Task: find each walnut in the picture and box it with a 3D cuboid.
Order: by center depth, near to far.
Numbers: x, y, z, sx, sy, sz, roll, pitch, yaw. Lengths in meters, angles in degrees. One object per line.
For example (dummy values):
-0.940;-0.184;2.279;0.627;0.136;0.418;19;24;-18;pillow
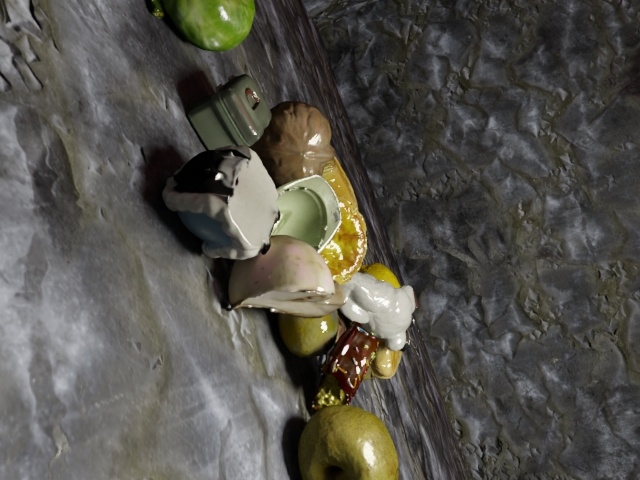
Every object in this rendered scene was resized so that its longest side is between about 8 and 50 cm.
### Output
-0.079;-0.255;1.285;0.227;0.273;0.273;33;29;-16;walnut

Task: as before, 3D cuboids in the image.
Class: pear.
0.060;0.452;0.962;0.211;0.188;0.228;12;57;-68;pear

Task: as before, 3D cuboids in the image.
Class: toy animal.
-0.180;-0.062;0.864;0.208;0.156;0.204;-78;147;-48;toy animal
0.145;0.198;1.487;0.357;0.194;0.258;25;33;-37;toy animal

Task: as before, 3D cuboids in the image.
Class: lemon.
0.206;0.192;1.756;0.231;0.192;0.192;62;16;1;lemon

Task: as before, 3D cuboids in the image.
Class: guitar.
0.025;0.295;1.310;0.084;0.038;0.271;60;23;-19;guitar

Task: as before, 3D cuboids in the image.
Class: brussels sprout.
-0.272;-0.574;1.103;0.244;0.244;0.244;-20;90;-74;brussels sprout

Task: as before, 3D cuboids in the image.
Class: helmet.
-0.085;-0.043;1.136;0.257;0.137;0.204;-41;118;-33;helmet

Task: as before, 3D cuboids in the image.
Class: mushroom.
-0.047;0.052;0.939;0.236;0.162;0.173;13;63;-36;mushroom

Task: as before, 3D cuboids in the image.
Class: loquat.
-0.030;0.180;1.088;0.152;0.152;0.195;41;23;-59;loquat

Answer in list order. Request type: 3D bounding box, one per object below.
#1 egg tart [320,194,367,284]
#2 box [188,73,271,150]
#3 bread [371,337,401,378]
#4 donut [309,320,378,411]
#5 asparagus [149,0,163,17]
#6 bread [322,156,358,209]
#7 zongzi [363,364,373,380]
0.000;0.000;1.324;0.116;0.295;0.294;16;-42;59;egg tart
-0.208;-0.297;1.093;0.148;0.129;0.210;61;18;-25;box
0.232;0.389;1.704;0.311;0.121;0.172;-15;105;-72;bread
0.064;0.307;1.102;0.216;0.096;0.230;-37;149;-61;donut
-0.385;-0.575;1.025;0.036;0.030;0.165;-25;95;-64;asparagus
0.054;-0.212;1.869;0.152;0.119;0.288;-97;161;-47;bread
0.097;0.334;1.444;0.176;0.078;0.160;54;17;-34;zongzi
